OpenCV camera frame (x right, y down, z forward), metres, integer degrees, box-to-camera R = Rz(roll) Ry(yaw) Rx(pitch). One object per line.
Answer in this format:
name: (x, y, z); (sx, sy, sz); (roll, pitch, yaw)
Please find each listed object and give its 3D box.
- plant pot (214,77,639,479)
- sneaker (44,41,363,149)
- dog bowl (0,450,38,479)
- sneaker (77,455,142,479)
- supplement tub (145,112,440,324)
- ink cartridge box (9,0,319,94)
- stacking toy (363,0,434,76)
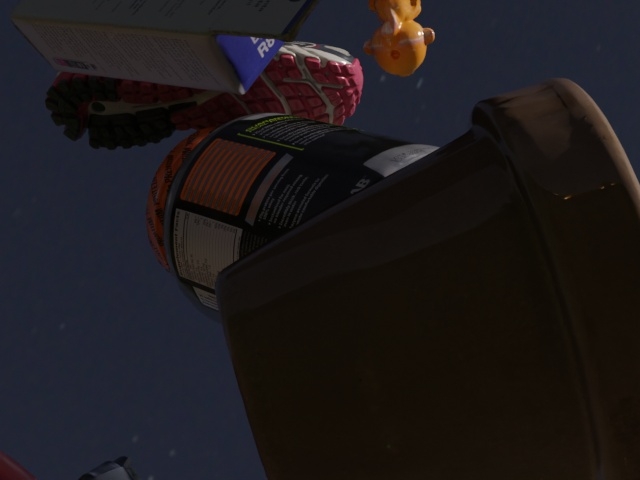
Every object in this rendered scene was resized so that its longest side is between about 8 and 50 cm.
plant pot: (0.068, 0.061, 0.860); (0.229, 0.263, 0.263); (-17, -57, -2)
sneaker: (-0.106, -0.161, 1.389); (0.299, 0.112, 0.121); (3, -41, 14)
dog bowl: (-0.319, 0.283, 1.010); (0.408, 0.408, 0.150); (30, -56, -4)
sneaker: (-0.240, 0.312, 1.509); (0.086, 0.163, 0.226); (45, -43, 21)
supplement tub: (0.000, 0.000, 1.225); (0.316, 0.193, 0.194); (19, -39, 51)
ink cartridge box: (-0.019, -0.239, 1.016); (0.330, 0.324, 0.071); (15, -28, 48)
stacking toy: (0.054, -0.300, 1.371); (0.175, 0.166, 0.302); (-10, -82, 14)
